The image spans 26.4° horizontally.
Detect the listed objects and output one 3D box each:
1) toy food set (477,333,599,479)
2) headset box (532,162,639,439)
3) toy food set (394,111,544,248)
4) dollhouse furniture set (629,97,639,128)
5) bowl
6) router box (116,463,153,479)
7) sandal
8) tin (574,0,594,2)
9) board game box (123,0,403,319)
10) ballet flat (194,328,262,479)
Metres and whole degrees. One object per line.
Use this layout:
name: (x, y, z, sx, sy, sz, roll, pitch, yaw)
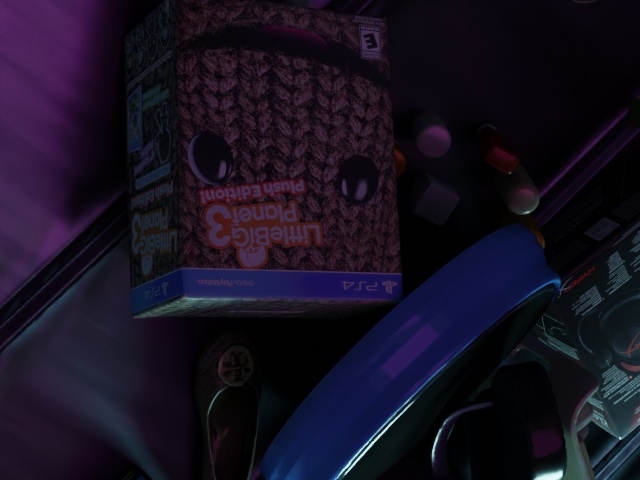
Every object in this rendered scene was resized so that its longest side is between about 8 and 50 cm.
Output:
toy food set: (0.303, 0.253, 1.666, 0.092, 0.220, 0.306, -29, 118, -15)
headset box: (0.385, 0.088, 1.715, 0.218, 0.110, 0.293, -38, 120, -11)
toy food set: (0.164, -0.079, 1.571, 0.232, 0.104, 0.111, 25, 109, -14)
dollhouse furniture set: (0.460, -0.176, 1.692, 0.152, 0.058, 0.076, -19, 115, -21)
bowl: (0.105, 0.145, 1.464, 0.391, 0.077, 0.391, -41, 165, -13)
router box: (-0.228, 0.344, 1.473, 0.179, 0.133, 0.046, -47, 122, -6)
sandal: (0.183, 0.240, 1.550, 0.107, 0.167, 0.446, -10, 158, -4)
tin: (0.329, -0.358, 1.574, 0.189, 0.040, 0.106, -45, 125, -7)
board game box: (-0.059, -0.074, 1.342, 0.232, 0.141, 0.291, 2, 79, -27)
ballet flat: (-0.102, 0.222, 1.539, 0.084, 0.058, 0.250, -2, 108, -28)
